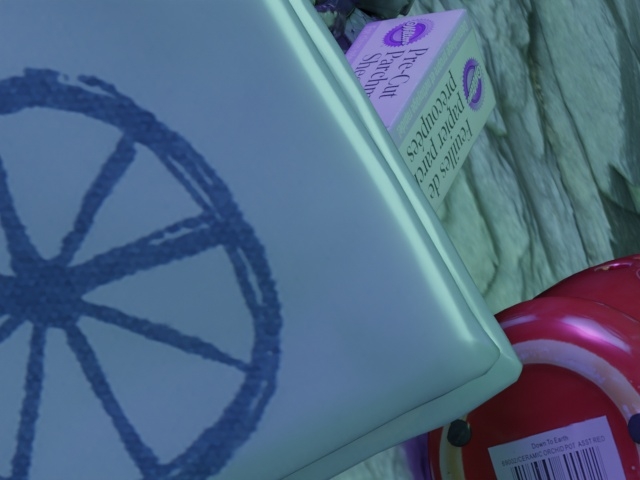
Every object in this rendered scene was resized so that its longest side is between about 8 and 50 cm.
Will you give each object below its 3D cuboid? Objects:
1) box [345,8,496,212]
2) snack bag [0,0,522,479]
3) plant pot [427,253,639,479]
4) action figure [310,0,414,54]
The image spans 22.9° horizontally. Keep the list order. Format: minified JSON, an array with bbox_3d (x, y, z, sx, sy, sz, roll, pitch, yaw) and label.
[{"bbox_3d":[0.000,0.000,0.752,0.324,0.067,0.063,-57,135,-44],"label":"box"},{"bbox_3d":[-0.182,-0.019,0.325,0.323,0.342,0.037,58,6,-6],"label":"snack bag"},{"bbox_3d":[0.165,0.104,0.872,0.174,0.191,0.191,-4,68,-52],"label":"plant pot"},{"bbox_3d":[-0.011,-0.150,0.916,0.285,0.099,0.185,56,24,-15],"label":"action figure"}]
